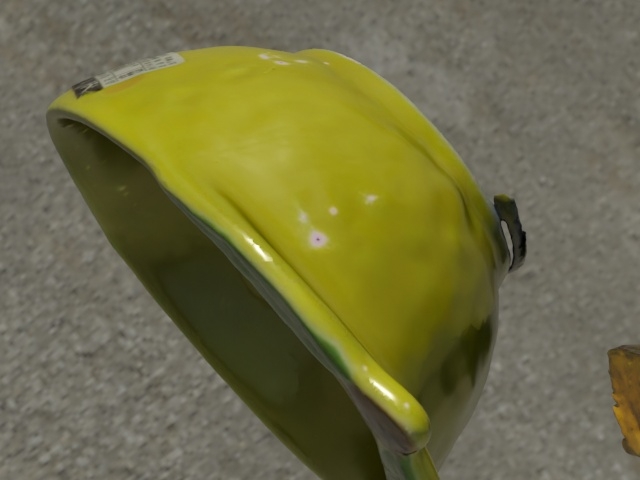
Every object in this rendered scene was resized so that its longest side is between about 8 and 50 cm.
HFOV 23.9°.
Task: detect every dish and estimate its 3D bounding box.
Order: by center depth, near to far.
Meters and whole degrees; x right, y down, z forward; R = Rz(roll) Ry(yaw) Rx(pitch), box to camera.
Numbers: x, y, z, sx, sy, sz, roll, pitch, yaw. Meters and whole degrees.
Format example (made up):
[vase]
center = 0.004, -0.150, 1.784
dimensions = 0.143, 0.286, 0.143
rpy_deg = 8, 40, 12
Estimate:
[dish]
center = 0.000, 0.000, 0.431
dimensions = 0.080, 0.208, 0.149
rpy_deg = -40, 118, -14

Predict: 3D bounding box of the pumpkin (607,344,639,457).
[pumpkin]
center = 0.140, 0.049, 0.467
dimensions = 0.074, 0.083, 0.054
rpy_deg = -2, 101, -24
